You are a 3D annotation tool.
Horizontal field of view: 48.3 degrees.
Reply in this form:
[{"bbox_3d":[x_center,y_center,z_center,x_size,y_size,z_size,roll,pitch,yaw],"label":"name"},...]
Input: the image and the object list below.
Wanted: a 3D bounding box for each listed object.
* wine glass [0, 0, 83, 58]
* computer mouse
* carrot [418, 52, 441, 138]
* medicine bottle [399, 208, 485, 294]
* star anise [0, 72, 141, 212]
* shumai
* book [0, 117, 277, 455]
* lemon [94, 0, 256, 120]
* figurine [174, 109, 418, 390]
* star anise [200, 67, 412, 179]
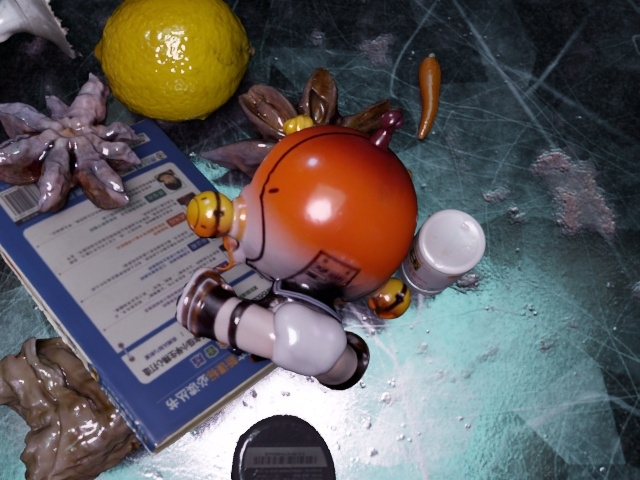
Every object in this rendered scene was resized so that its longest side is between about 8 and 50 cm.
[{"bbox_3d":[-0.533,-0.266,1.005,0.323,0.238,0.238,-36,80,-18],"label":"wine glass"},{"bbox_3d":[-0.059,0.364,0.941,0.147,0.088,0.264,9,76,-16],"label":"computer mouse"},{"bbox_3d":[0.168,-0.226,1.110,0.035,0.035,0.142,5,81,-1],"label":"carrot"},{"bbox_3d":[0.162,0.020,0.975,0.086,0.183,0.086,0,76,-2],"label":"medicine bottle"},{"bbox_3d":[-0.337,-0.128,0.949,0.229,0.093,0.236,23,52,0],"label":"star anise"},{"bbox_3d":[-0.302,0.188,0.909,0.218,0.184,0.185,-29,108,-11],"label":"shumai"},{"bbox_3d":[-0.224,0.031,0.953,0.300,0.039,0.428,-31,70,-33],"label":"book"},{"bbox_3d":[-0.209,-0.267,1.028,0.231,0.192,0.192,-2,77,-6],"label":"lemon"},{"bbox_3d":[0.002,0.001,0.864,0.320,0.196,0.323,25,75,-25],"label":"figurine"},{"bbox_3d":[-0.015,-0.110,1.042,0.316,0.108,0.315,0,80,-2],"label":"star anise"}]
